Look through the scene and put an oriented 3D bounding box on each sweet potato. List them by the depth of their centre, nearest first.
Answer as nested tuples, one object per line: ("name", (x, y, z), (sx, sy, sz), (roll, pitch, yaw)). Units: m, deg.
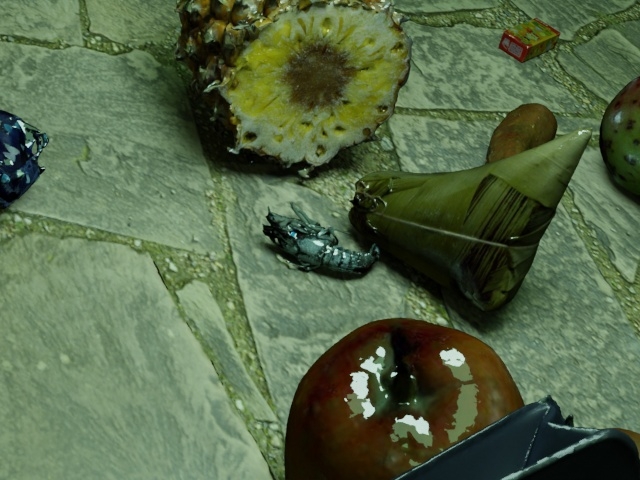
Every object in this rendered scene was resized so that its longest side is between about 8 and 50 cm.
("sweet potato", (0.308, -0.127, 1.875), (0.097, 0.097, 0.292), (23, 47, 7))

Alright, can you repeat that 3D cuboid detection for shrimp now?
("shrimp", (0.001, 0.003, 1.609), (0.174, 0.082, 0.076), (19, 34, -10))

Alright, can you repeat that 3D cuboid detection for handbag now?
("handbag", (0.160, 0.342, 1.062), (0.329, 0.304, 0.122), (-21, 17, -26))
("handbag", (-0.494, -0.119, 1.543), (0.260, 0.113, 0.162), (23, 33, 9))

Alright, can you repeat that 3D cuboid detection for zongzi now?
("zongzi", (0.197, -0.084, 1.607), (0.273, 0.300, 0.145), (32, 27, 20))

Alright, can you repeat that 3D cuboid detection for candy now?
("candy", (0.401, -0.385, 2.251), (0.062, 0.038, 0.122), (38, 43, 24))

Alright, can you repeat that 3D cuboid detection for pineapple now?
("pineapple", (-0.051, -0.302, 1.743), (0.352, 0.352, 0.300), (-7, 43, -27))

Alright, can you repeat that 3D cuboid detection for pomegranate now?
("pomegranate", (0.602, -0.141, 1.909), (0.306, 0.242, 0.242), (49, 45, 6))

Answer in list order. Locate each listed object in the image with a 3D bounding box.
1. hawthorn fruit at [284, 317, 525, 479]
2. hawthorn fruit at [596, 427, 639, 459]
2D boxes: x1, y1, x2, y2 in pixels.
("hawthorn fruit", (0.095, 0.207, 1.223), (0.267, 0.301, 0.268), (1, 54, -2))
("hawthorn fruit", (0.343, 0.325, 1.275), (0.251, 0.199, 0.199), (34, 40, 0))
